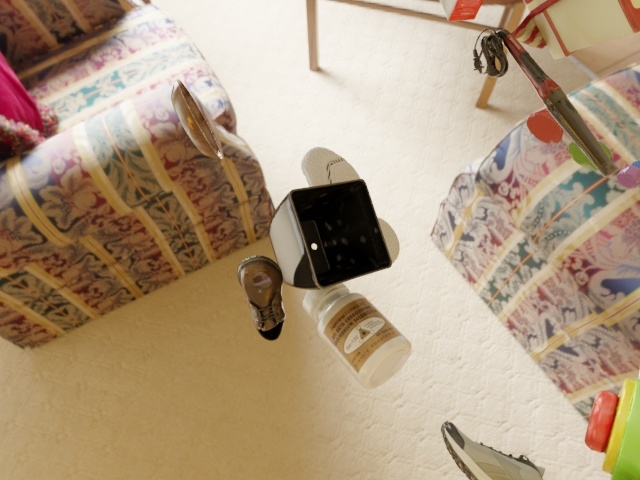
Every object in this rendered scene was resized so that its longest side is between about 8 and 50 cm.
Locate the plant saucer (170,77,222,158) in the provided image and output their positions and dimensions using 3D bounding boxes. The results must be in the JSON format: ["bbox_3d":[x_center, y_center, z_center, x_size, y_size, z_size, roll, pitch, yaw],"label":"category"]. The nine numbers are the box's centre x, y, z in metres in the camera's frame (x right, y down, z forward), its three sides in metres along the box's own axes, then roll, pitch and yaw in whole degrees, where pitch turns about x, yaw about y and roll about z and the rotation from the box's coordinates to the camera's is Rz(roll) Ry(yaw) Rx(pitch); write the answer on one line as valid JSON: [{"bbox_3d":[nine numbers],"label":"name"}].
[{"bbox_3d":[-0.286,-0.267,1.134,0.036,0.198,0.198,-28,64,0],"label":"plant saucer"}]

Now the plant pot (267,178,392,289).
[{"bbox_3d":[0.000,0.000,1.004,0.188,0.167,0.187,-14,84,-35],"label":"plant pot"}]

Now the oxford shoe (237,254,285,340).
[{"bbox_3d":[-0.101,0.115,0.949,0.083,0.227,0.096,-16,49,-5],"label":"oxford shoe"}]

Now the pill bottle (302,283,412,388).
[{"bbox_3d":[0.069,0.185,1.051,0.131,0.131,0.229,-35,56,-16],"label":"pill bottle"}]

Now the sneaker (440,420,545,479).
[{"bbox_3d":[0.344,0.435,0.939,0.271,0.100,0.108,37,75,30],"label":"sneaker"}]

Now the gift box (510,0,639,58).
[{"bbox_3d":[0.384,-0.414,0.680,0.276,0.258,0.255,-27,101,8],"label":"gift box"}]

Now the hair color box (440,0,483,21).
[{"bbox_3d":[0.195,-0.361,0.638,0.043,0.141,0.071,-9,68,-10],"label":"hair color box"}]

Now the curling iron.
[{"bbox_3d":[0.316,-0.197,0.712,0.274,0.068,0.035,52,34,15],"label":"curling iron"}]

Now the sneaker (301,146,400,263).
[{"bbox_3d":[0.044,-0.071,1.355,0.137,0.210,0.365,-42,100,-25],"label":"sneaker"}]

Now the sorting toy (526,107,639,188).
[{"bbox_3d":[0.801,-0.303,1.473,0.366,0.127,0.126,39,80,18],"label":"sorting toy"}]

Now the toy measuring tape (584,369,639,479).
[{"bbox_3d":[0.386,0.172,0.576,0.121,0.121,0.330,30,53,16],"label":"toy measuring tape"}]
